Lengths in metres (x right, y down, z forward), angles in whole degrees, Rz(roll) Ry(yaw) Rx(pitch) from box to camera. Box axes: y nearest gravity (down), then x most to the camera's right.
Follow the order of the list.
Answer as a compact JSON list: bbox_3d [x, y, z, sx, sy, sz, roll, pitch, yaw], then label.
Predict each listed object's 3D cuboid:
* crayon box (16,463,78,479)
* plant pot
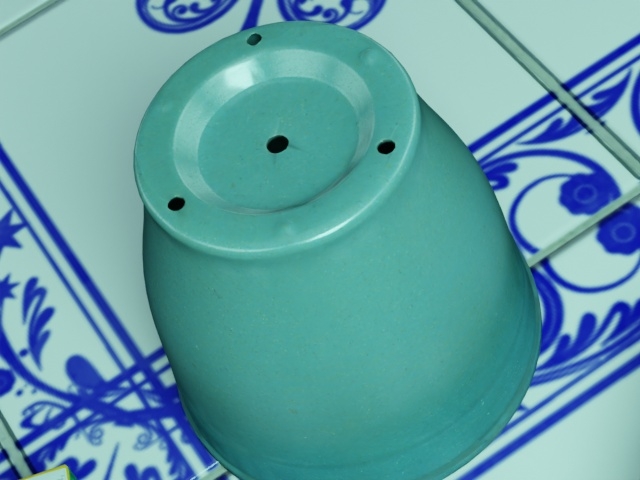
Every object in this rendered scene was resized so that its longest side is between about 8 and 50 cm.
[{"bbox_3d":[-0.209,0.300,1.074,0.165,0.081,0.278,-18,54,3],"label":"crayon box"},{"bbox_3d":[0.000,0.000,1.117,0.271,0.255,0.272,-7,55,10],"label":"plant pot"}]
